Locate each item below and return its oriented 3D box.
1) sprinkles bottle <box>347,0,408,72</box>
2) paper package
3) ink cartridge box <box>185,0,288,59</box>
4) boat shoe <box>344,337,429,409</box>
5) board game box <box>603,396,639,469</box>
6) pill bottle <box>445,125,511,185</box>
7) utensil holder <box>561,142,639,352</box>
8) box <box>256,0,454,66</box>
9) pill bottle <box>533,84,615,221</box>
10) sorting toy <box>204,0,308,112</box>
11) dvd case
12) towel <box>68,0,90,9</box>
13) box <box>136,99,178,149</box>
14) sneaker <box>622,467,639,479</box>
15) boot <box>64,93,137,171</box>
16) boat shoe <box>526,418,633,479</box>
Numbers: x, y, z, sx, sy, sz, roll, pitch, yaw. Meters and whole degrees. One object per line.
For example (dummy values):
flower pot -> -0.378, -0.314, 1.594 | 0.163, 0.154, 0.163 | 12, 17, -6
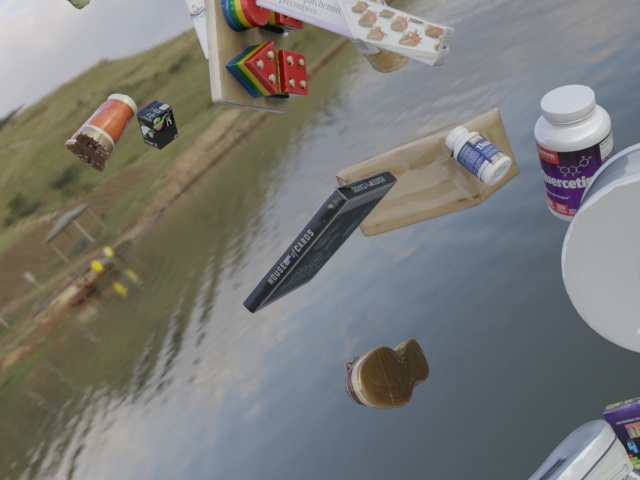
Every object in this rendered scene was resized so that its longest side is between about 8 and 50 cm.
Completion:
sprinkles bottle -> 0.084, -0.511, 1.820 | 0.121, 0.355, 0.121 | -13, 63, 27
paper package -> 0.248, -0.154, 1.832 | 0.310, 0.168, 0.325 | -17, 8, 33
ink cartridge box -> -0.229, -0.622, 2.105 | 0.197, 0.270, 0.198 | -17, 11, 10
boat shoe -> 0.112, 0.276, 1.646 | 0.123, 0.123, 0.342 | -24, -5, 23
board game box -> 0.713, 0.403, 1.743 | 0.170, 0.141, 0.048 | -26, 0, 33
pill bottle -> 0.295, -0.163, 1.546 | 0.067, 0.120, 0.067 | -35, -27, -21
utensil holder -> 0.608, 0.002, 1.454 | 0.328, 0.327, 0.385 | -36, -3, 27
box -> 0.054, -0.361, 1.321 | 0.067, 0.324, 0.063 | -27, -42, -65
pill bottle -> 0.631, -0.213, 2.022 | 0.182, 0.322, 0.181 | -15, 36, 11
sorting toy -> -0.123, -0.407, 1.699 | 0.090, 0.257, 0.255 | -3, 2, 30
dvd case -> 0.000, 0.000, 1.206 | 0.238, 0.029, 0.179 | -51, -12, 28
towel -> -0.345, -0.415, 1.154 | 0.027, 0.110, 0.148 | 16, 81, 39
box -> -0.357, -0.253, 1.794 | 0.052, 0.083, 0.062 | 25, 51, 29
sneaker -> 0.551, 0.413, 1.554 | 0.076, 0.167, 0.065 | -49, -23, -35
boot -> -0.282, -0.141, 1.066 | 0.158, 0.059, 0.084 | -12, 45, 61
boat shoe -> 0.412, 0.484, 1.414 | 0.367, 0.156, 0.136 | -37, -1, -24
